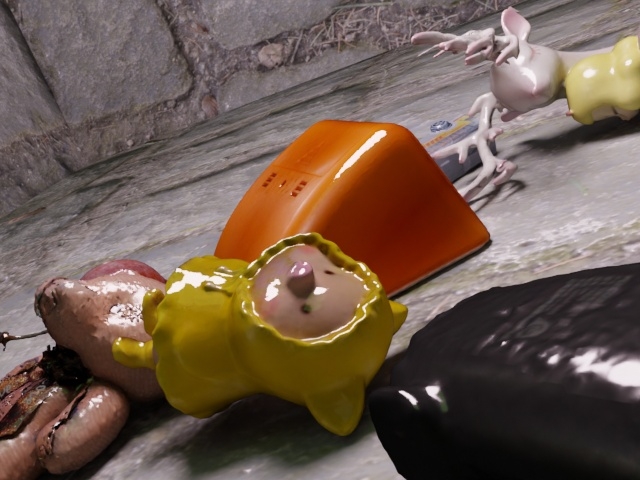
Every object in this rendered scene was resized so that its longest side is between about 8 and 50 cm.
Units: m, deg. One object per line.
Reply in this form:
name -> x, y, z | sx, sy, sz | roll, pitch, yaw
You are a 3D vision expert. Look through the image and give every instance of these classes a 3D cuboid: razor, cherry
razor -> 0.177, 0.079, 0.436 | 0.189, 0.107, 0.327 | -32, 18, -32
cherry -> -0.293, 0.090, 1.081 | 0.225, 0.090, 0.107 | -25, 18, -7

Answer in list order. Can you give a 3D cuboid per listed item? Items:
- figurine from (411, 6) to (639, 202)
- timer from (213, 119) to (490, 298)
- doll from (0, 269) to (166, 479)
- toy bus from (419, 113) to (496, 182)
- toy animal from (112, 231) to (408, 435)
figurine -> 0.266, -0.191, 1.018 | 0.315, 0.206, 0.284 | -12, 18, 30
timer -> 0.000, 0.000, 0.952 | 0.250, 0.161, 0.257 | -42, 20, -9
doll -> -0.251, 0.125, 0.814 | 0.303, 0.156, 0.201 | -36, 31, -25
toy bus -> 0.148, -0.105, 1.151 | 0.190, 0.064, 0.075 | -32, 24, -29
toy animal -> -0.053, 0.077, 0.716 | 0.229, 0.156, 0.156 | 2, 25, 24
